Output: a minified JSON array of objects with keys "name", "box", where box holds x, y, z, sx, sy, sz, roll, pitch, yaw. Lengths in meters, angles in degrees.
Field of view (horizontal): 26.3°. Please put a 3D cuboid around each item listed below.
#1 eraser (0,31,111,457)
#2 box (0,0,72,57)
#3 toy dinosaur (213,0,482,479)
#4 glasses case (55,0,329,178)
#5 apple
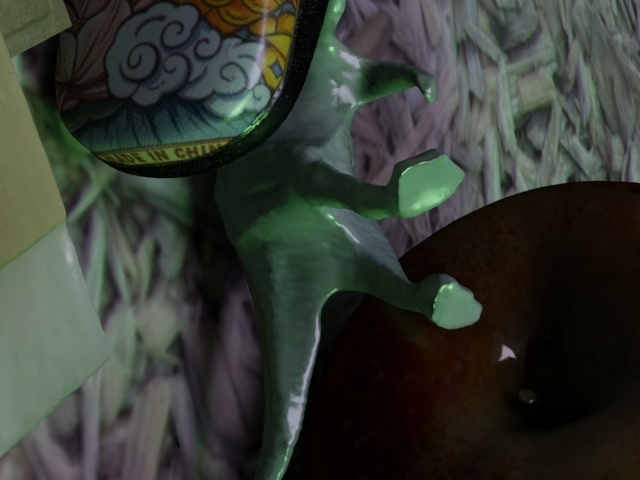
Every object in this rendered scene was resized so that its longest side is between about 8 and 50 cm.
[{"name":"eraser","box":[-0.188,-0.071,0.481,0.144,0.078,0.343,-44,125,-50]},{"name":"box","box":[-0.152,-0.115,0.583,0.083,0.035,0.079,-44,123,-52]},{"name":"toy dinosaur","box":[0.000,0.000,0.703,0.092,0.205,0.393,2,105,-38]},{"name":"glasses case","box":[-0.048,-0.181,0.674,0.082,0.122,0.321,38,56,-50]},{"name":"apple","box":[0.154,0.147,0.774,0.277,0.348,0.348,54,44,-45]}]
